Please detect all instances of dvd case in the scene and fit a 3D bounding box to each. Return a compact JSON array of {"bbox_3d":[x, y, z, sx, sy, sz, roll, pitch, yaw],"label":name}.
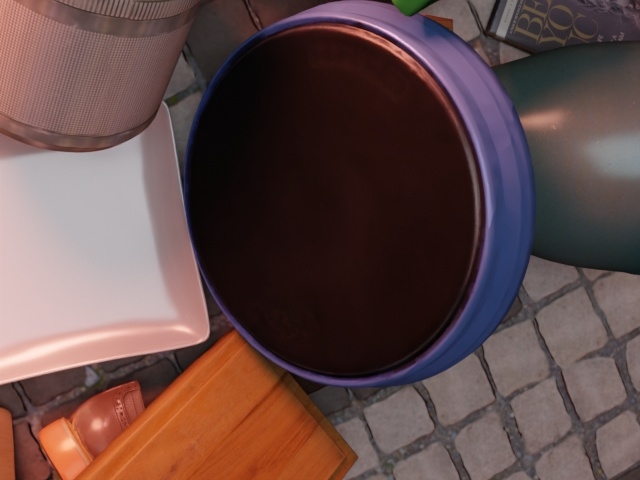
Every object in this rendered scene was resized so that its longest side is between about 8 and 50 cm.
[{"bbox_3d":[0.327,-0.291,1.156,0.221,0.018,0.164,19,89,-13],"label":"dvd case"}]

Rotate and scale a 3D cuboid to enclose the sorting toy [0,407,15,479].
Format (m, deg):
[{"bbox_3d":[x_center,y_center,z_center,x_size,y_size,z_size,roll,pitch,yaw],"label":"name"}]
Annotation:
[{"bbox_3d":[-0.411,0.279,0.886,0.089,0.257,0.255,-21,65,22],"label":"sorting toy"}]

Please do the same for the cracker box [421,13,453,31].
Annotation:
[{"bbox_3d":[0.030,-0.143,0.997,0.067,0.232,0.155,-10,98,-54],"label":"cracker box"}]

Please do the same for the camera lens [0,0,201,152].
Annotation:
[{"bbox_3d":[-0.227,-0.236,0.879,0.220,0.219,0.274,21,133,-13],"label":"camera lens"}]

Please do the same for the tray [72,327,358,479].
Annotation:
[{"bbox_3d":[-0.144,0.284,0.931,0.202,0.076,0.411,51,48,-6],"label":"tray"}]

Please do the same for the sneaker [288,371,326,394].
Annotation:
[{"bbox_3d":[0.028,0.120,1.081,0.188,0.071,0.066,-35,100,-9],"label":"sneaker"}]

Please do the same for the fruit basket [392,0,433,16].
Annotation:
[{"bbox_3d":[0.042,-0.363,0.957,0.392,0.392,0.282,-31,99,-10],"label":"fruit basket"}]

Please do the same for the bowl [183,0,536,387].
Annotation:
[{"bbox_3d":[0.018,-0.040,0.933,0.077,0.391,0.390,-14,98,-53],"label":"bowl"}]

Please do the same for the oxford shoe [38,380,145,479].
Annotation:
[{"bbox_3d":[-0.151,0.322,1.026,0.133,0.130,0.363,-35,100,-15],"label":"oxford shoe"}]

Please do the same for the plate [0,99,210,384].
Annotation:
[{"bbox_3d":[-0.279,0.001,1.018,0.277,0.045,0.277,-11,95,-11],"label":"plate"}]

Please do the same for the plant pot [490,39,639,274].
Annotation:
[{"bbox_3d":[0.271,-0.093,1.043,0.255,0.271,0.271,2,93,1],"label":"plant pot"}]
